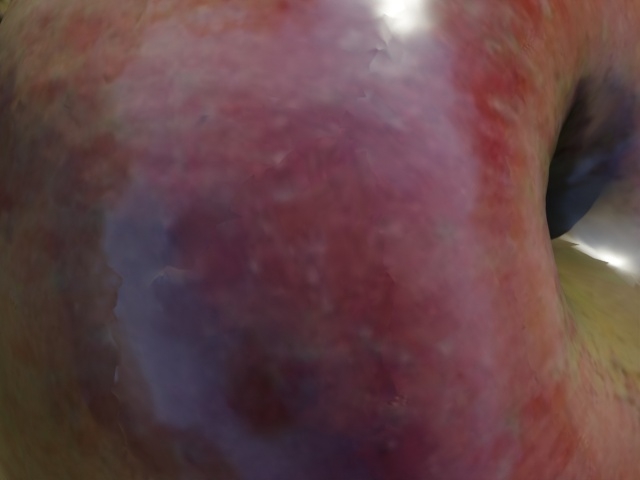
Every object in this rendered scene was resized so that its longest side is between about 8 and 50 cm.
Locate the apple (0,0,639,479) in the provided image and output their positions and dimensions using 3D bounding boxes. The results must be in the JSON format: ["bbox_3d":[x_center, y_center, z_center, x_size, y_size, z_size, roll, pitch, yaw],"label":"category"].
[{"bbox_3d":[0.000,0.000,0.749,0.269,0.344,0.345,-6,84,35],"label":"apple"}]
